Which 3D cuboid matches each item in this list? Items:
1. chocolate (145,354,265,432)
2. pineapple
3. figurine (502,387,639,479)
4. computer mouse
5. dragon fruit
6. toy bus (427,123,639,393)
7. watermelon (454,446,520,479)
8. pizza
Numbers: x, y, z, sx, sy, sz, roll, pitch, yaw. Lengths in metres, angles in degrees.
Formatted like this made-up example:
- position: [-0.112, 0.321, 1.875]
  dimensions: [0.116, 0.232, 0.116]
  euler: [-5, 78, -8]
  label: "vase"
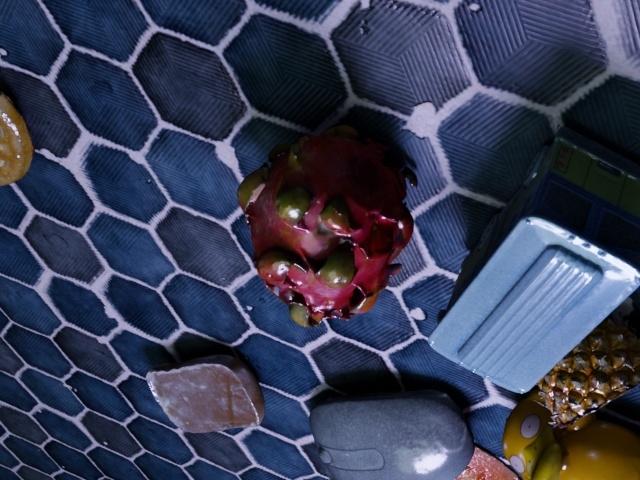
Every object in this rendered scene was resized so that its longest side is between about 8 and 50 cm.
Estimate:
- position: [-0.213, 0.287, 1.858]
  dimensions: [0.254, 0.080, 0.157]
  euler: [-15, 110, 40]
  label: "chocolate"
- position: [0.356, 0.155, 1.305]
  dimensions: [0.137, 0.161, 0.176]
  euler: [56, 148, 9]
  label: "pineapple"
- position: [0.397, 0.338, 1.463]
  dimensions: [0.228, 0.215, 0.215]
  euler: [14, 141, 0]
  label: "figurine"
- position: [0.098, 0.359, 1.676]
  dimensions: [0.374, 0.114, 0.203]
  euler: [-22, 95, 43]
  label: "computer mouse"
- position: [0.013, -0.002, 1.271]
  dimensions: [0.243, 0.227, 0.307]
  euler: [-7, 132, 42]
  label: "dragon fruit"
- position: [0.271, 0.033, 1.176]
  dimensions: [0.152, 0.190, 0.312]
  euler: [27, 142, 1]
  label: "toy bus"
- position: [0.268, 0.416, 1.728]
  dimensions: [0.245, 0.063, 0.119]
  euler: [38, 128, -11]
  label: "watermelon"
- position: [-0.522, -0.164, 1.556]
  dimensions: [0.127, 0.058, 0.246]
  euler: [23, 144, 5]
  label: "pizza"
